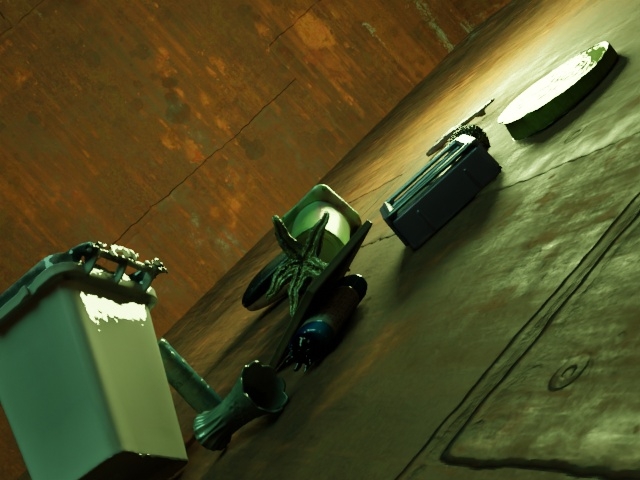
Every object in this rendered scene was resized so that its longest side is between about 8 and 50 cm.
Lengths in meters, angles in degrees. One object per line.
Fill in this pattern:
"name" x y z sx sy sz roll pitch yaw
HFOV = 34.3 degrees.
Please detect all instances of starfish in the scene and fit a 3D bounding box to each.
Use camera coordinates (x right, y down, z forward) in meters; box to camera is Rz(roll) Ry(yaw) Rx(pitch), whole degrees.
"starfish" -0.023 0.044 1.937 0.053 0.175 0.208 4 -81 -57

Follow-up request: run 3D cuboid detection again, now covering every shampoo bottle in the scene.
"shampoo bottle" 0.006 0.125 1.549 0.087 0.050 0.183 -42 5 44

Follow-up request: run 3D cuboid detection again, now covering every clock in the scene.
"clock" 0.189 -0.080 1.667 0.193 0.073 0.144 -42 6 5

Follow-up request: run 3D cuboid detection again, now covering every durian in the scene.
"durian" 0.256 -0.159 1.802 0.080 0.080 0.091 -34 28 53

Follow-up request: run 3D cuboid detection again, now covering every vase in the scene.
"vase" -0.120 0.242 1.469 0.148 0.081 0.081 -43 6 34

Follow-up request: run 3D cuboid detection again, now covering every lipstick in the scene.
"lipstick" -0.235 0.237 1.781 0.048 0.158 0.048 -42 7 6

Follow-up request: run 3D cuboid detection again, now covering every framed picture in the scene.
"framed picture" -0.005 0.093 1.638 0.184 0.016 0.250 -48 -9 -40

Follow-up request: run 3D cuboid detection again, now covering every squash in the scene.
"squash" 0.390 -0.242 1.691 0.219 0.041 0.219 -38 10 7

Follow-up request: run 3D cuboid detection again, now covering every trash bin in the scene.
"trash bin" -0.357 0.218 1.639 0.296 0.368 0.255 -37 -32 17

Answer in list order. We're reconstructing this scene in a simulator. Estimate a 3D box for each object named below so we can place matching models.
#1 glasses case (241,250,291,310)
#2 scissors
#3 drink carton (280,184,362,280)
"glasses case" -0.050 0.045 2.250 0.314 0.075 0.122 -41 9 17
"scissors" 0.306 -0.247 2.231 0.212 0.021 0.110 -36 7 47
"drink carton" 0.000 0.000 2.045 0.146 0.144 0.142 -44 16 20
